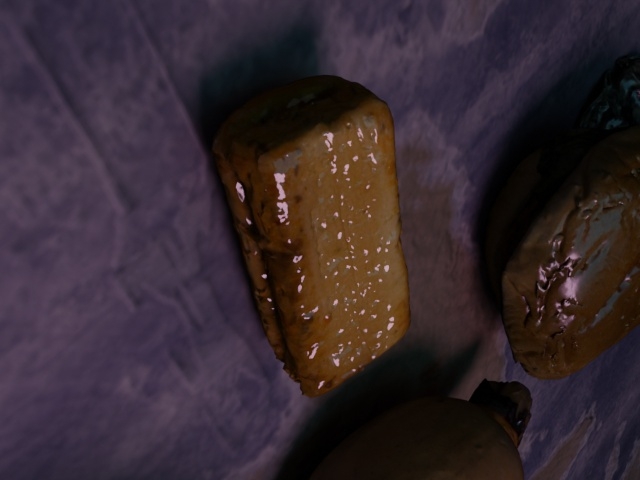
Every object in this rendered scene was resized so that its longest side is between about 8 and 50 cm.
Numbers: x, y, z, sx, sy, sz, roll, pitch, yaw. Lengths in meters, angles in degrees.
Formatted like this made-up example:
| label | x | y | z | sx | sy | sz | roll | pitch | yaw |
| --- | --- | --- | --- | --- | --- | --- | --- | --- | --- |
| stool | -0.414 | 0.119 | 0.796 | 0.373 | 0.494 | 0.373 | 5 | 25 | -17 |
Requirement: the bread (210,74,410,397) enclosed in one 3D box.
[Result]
| label | x | y | z | sx | sy | sz | roll | pitch | yaw |
| --- | --- | --- | --- | --- | --- | --- | --- | --- | --- |
| bread | 0.000 | 0.000 | 0.461 | 0.114 | 0.083 | 0.211 | -30 | 128 | -28 |

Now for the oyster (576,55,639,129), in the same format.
| label | x | y | z | sx | sy | sz | roll | pitch | yaw |
| --- | --- | --- | --- | --- | --- | --- | --- | --- | --- |
| oyster | 0.393 | -0.137 | 0.840 | 0.252 | 0.087 | 0.199 | 22 | 91 | -37 |

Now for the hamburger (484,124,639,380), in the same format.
| label | x | y | z | sx | sy | sz | roll | pitch | yaw |
| --- | --- | --- | --- | --- | --- | --- | --- | --- | --- |
| hamburger | 0.292 | 0.011 | 0.714 | 0.285 | 0.134 | 0.265 | -28 | 124 | -17 |

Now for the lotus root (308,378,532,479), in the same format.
| label | x | y | z | sx | sy | sz | roll | pitch | yaw |
| --- | --- | --- | --- | --- | --- | --- | --- | --- | --- |
| lotus root | 0.102 | 0.228 | 0.623 | 0.310 | 0.182 | 0.183 | -28 | 127 | -43 |
